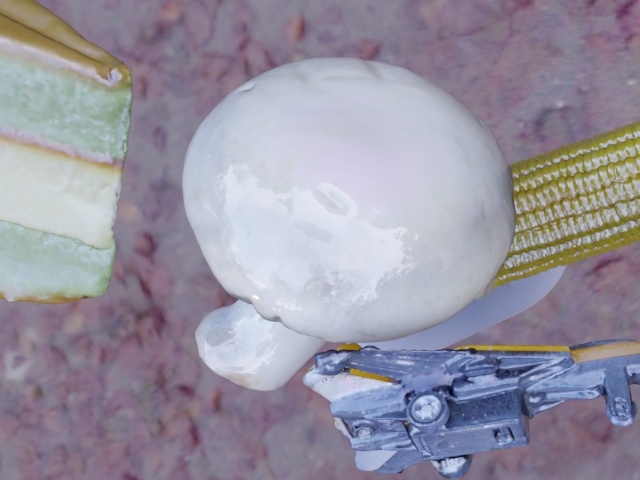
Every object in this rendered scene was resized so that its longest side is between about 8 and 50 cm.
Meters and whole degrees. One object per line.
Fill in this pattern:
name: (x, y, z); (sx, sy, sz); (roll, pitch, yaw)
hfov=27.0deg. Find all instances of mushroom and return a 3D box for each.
mushroom: (-0.004, -0.030, 1.244); (0.356, 0.315, 0.315); (-20, 89, 16)

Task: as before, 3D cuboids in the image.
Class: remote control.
remote control: (0.159, 0.031, 1.668); (0.332, 0.103, 0.221); (-26, 120, 1)

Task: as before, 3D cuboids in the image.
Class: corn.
corn: (0.271, -0.040, 1.401); (0.344, 0.131, 0.131); (-19, 90, 27)

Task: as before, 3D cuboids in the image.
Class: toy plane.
toy plane: (0.161, 0.135, 1.126); (0.316, 0.204, 0.103); (-5, 52, 19)

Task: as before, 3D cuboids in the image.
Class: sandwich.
sandwich: (-0.156, -0.070, 0.528); (0.187, 0.144, 0.117); (12, 124, -1)
